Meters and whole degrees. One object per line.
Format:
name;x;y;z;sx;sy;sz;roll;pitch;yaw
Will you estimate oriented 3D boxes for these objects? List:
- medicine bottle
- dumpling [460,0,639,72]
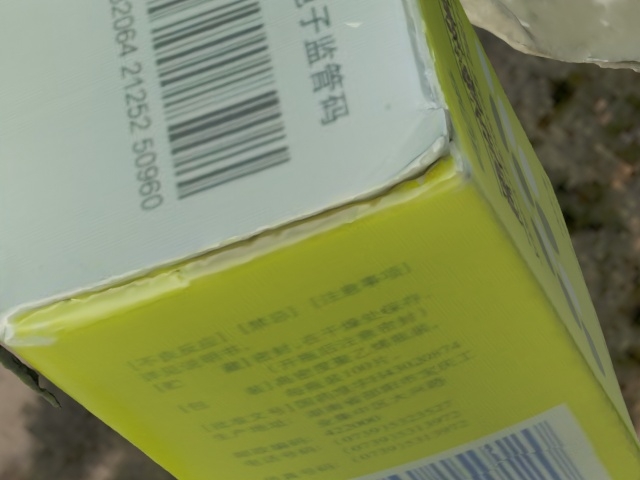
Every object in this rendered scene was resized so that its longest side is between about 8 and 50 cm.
medicine bottle;0.000;0.000;0.601;0.141;0.137;0.250;-18;-30;11
dumpling;0.097;-0.208;1.099;0.395;0.315;0.233;-12;-26;-50
